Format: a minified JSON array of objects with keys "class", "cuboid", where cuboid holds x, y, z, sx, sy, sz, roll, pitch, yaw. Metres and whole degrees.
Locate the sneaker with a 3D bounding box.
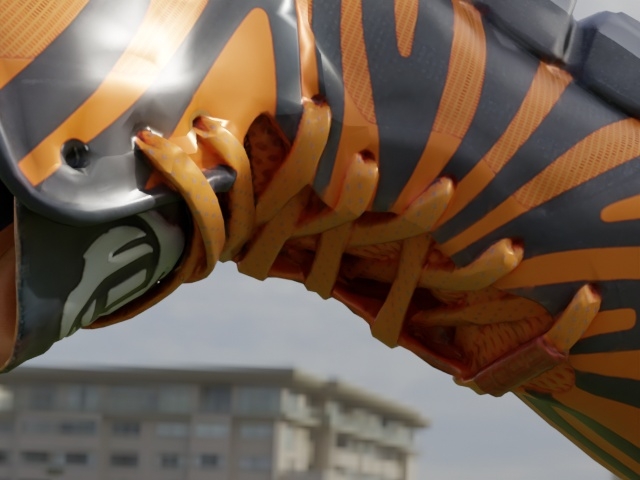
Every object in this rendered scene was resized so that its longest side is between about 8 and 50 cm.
[{"class":"sneaker","cuboid":[0.000,0.000,0.447,0.321,0.180,0.124,42,-40,0]}]
